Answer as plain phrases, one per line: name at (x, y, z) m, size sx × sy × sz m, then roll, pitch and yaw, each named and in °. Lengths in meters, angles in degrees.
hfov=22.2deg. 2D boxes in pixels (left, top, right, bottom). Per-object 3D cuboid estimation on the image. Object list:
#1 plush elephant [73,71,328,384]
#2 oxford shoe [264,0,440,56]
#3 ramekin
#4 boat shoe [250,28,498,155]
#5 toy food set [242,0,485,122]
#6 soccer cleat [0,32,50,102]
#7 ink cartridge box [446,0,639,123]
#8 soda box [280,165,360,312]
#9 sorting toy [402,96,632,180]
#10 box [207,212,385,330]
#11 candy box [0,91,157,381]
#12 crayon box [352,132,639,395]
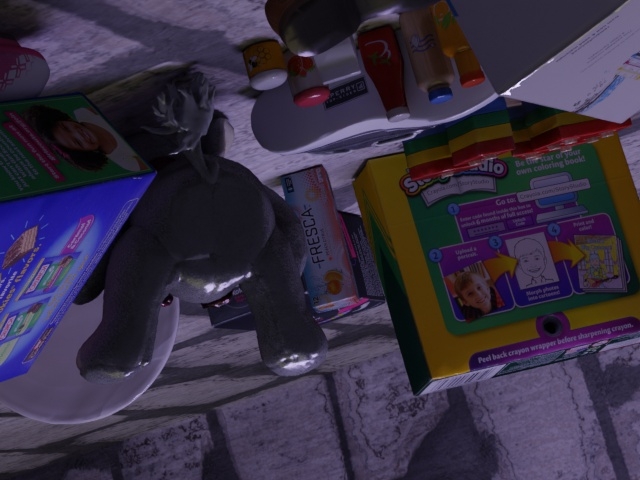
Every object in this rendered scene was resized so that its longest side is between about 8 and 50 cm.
plush elephant at (-0.168, -0.016, 1.751) m, size 0.272 × 0.330 × 0.255 m, roll -9°, pitch -170°, yaw -22°
oxford shoe at (0.046, -0.237, 1.431) m, size 0.212 × 0.076 × 0.076 m, roll -24°, pitch 129°, yaw -14°
ramekin at (-0.303, 0.081, 1.982) m, size 0.273 × 0.273 × 0.127 m, roll -15°, pitch -179°, yaw -3°
boat shoe at (0.077, -0.152, 1.733) m, size 0.301 × 0.108 × 0.102 m, roll -18°, pitch 168°, yaw 25°
toy food set at (0.048, -0.168, 1.621) m, size 0.232 × 0.104 × 0.111 m, roll -17°, pitch 168°, yaw 7°
soccer cleat at (-0.381, -0.088, 1.367) m, size 0.331 × 0.143 × 0.116 m, roll -9°, pitch 167°, yaw -28°
ink cartridge box at (0.230, -0.223, 1.378) m, size 0.168 × 0.171 × 0.233 m, roll -37°, pitch 159°, yaw 28°
soda box at (0.000, 0.000, 2.136) m, size 0.063 × 0.183 × 0.058 m, roll -15°, pitch 168°, yaw 4°
sorting toy at (0.219, -0.137, 1.910) m, size 0.257 × 0.089 × 0.255 m, roll -12°, pitch 178°, yaw -15°
box at (-0.044, 0.045, 2.384) m, size 0.165 × 0.143 × 0.270 m, roll -21°, pitch 166°, yaw 24°
candy box at (-0.324, 0.021, 1.367) m, size 0.268 × 0.122 × 0.317 m, roll -54°, pitch 163°, yaw 26°
crayon box at (0.261, 0.014, 2.210) m, size 0.363 × 0.313 × 0.106 m, roll -12°, pitch 164°, yaw -14°
